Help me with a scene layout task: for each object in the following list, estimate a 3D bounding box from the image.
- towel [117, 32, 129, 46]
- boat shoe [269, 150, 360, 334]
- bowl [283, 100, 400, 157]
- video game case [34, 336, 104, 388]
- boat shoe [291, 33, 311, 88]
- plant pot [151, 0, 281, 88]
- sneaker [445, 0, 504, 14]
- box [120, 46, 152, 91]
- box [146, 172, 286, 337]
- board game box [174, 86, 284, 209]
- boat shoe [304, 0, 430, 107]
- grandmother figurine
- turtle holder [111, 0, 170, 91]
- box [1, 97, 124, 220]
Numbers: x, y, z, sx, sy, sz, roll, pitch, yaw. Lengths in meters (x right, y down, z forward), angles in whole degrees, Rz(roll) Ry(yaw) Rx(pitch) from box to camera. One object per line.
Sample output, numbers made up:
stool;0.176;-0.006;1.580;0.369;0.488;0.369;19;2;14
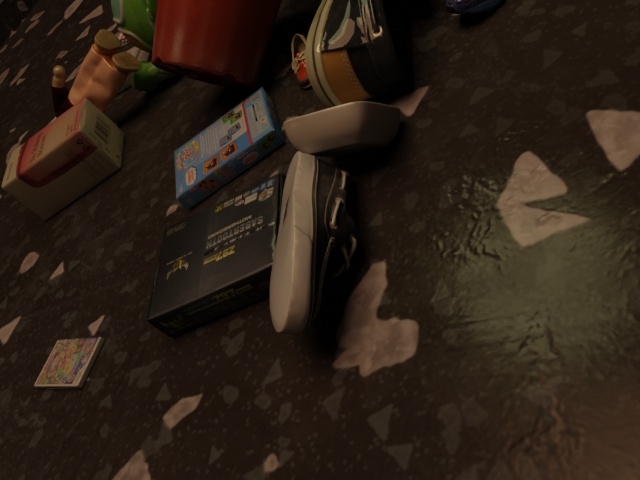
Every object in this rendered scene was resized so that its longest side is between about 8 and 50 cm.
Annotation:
towel;-0.524;-0.638;1.978;0.197;0.029;0.144;-9;48;36
boat shoe;0.000;0.000;0.852;0.301;0.102;0.108;-88;16;-52
bowl;0.033;-0.152;0.960;0.142;0.142;0.053;-8;90;31
video game case;-0.408;0.199;1.100;0.122;0.011;0.087;-9;49;36
boat shoe;-0.031;-0.328;1.238;0.049;0.043;0.137;-24;43;20
plant pot;-0.193;-0.437;1.276;0.272;0.273;0.264;18;98;48
sneaker;0.267;-0.432;1.036;0.221;0.087;0.083;-47;37;-6
box;-0.495;-0.455;1.772;0.186;0.038;0.145;-21;43;28
box;-0.139;0.021;0.990;0.233;0.059;0.183;-24;43;23
board game box;-0.169;-0.167;1.211;0.212;0.039;0.160;-32;39;13
boat shoe;0.104;-0.430;1.111;0.156;0.187;0.500;-7;55;31
grandmother figurine;-0.549;-0.314;1.587;0.342;0.207;0.104;-41;-8;30
turtle holder;-0.372;-0.536;1.613;0.228;0.320;0.243;1;23;41
box;-0.567;-0.180;1.504;0.232;0.127;0.148;-31;40;15
